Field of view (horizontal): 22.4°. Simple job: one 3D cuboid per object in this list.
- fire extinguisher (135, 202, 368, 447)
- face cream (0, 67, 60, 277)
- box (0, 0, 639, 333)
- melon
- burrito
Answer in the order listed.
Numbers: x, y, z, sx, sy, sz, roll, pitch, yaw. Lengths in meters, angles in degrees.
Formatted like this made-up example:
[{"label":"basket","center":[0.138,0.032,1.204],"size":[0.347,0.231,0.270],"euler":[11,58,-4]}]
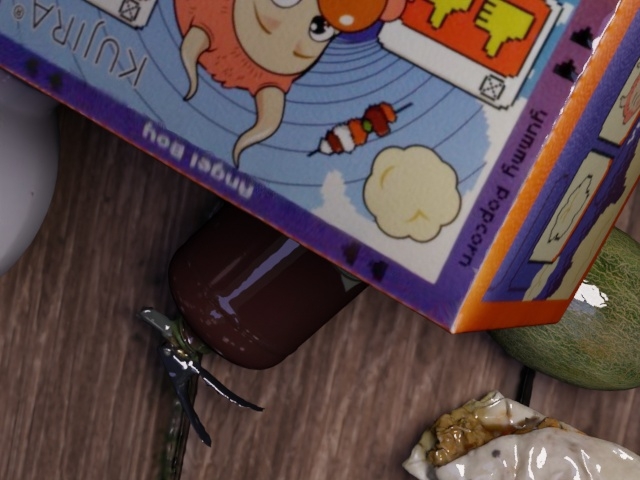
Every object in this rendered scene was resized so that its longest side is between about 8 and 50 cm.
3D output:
[{"label":"fire extinguisher","center":[0.000,0.000,1.148],"size":[0.337,0.114,0.135],"euler":[-41,94,15]},{"label":"face cream","center":[-0.330,-0.094,1.157],"size":[0.357,0.219,0.312],"euler":[-41,86,14]},{"label":"box","center":[0.037,-0.163,0.939],"size":[0.349,0.257,0.318],"euler":[32,101,19]},{"label":"melon","center":[0.171,0.037,1.113],"size":[0.167,0.114,0.114],"euler":[28,102,4]},{"label":"burrito","center":[0.245,0.231,1.143],"size":[0.392,0.076,0.117],"euler":[34,97,5]}]
